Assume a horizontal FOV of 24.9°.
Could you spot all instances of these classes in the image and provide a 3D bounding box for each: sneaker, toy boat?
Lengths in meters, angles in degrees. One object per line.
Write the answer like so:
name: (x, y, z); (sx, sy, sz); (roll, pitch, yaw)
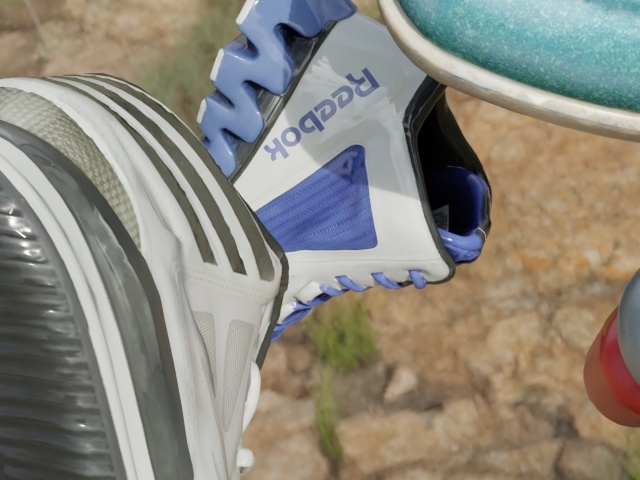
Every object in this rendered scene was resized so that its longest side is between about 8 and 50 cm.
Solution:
sneaker: (0.000, -0.001, 0.884); (0.182, 0.315, 0.127); (27, 32, 7)
sneaker: (-0.056, 0.142, 0.596); (0.169, 0.447, 0.257); (-4, 15, 20)
toy boat: (0.153, -0.077, 0.619); (0.268, 0.148, 0.318); (4, 74, -1)
